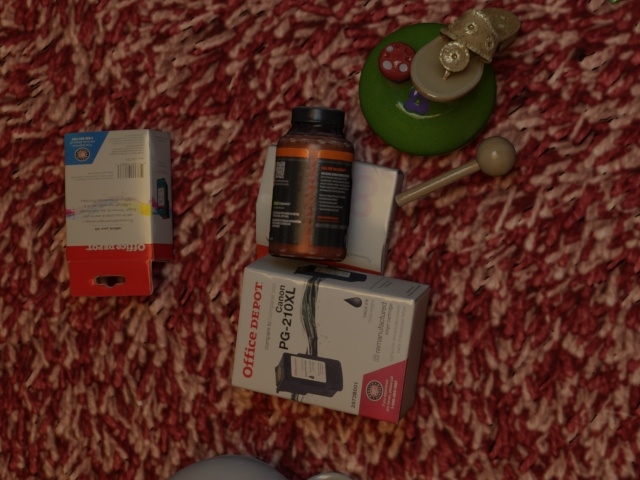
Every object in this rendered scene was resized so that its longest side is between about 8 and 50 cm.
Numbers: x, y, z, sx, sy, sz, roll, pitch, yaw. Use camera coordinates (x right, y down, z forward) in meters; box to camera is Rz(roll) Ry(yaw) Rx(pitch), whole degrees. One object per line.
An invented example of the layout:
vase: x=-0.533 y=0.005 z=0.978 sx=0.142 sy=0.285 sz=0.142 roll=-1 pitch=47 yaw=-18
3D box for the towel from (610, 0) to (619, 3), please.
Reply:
towel: x=0.408 y=-0.392 z=1.757 sx=0.113 sy=0.023 sz=0.152 roll=-15 pitch=88 yaw=18

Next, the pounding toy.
pounding toy: x=0.145 y=-0.184 z=1.758 sx=0.183 sy=0.110 sz=0.237 roll=-17 pitch=77 yaw=2

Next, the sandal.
sandal: x=0.188 y=-0.260 z=1.703 sx=0.088 sy=0.240 sz=0.079 roll=30 pitch=131 yaw=16

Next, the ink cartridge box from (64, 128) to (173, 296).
ink cartridge box: x=-0.284 y=-0.037 z=1.923 sx=0.134 sy=0.078 sz=0.231 roll=-1 pitch=89 yaw=17

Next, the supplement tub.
supplement tub: x=-0.010 y=-0.073 z=1.775 sx=0.106 sy=0.106 sz=0.198 roll=5 pitch=91 yaw=16

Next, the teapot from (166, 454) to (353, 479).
teapot: x=-0.113 y=0.376 z=1.823 sx=0.256 sy=0.187 sz=0.252 roll=32 pitch=119 yaw=-12

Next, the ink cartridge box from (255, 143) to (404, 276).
ink cartridge box: x=0.000 y=0.000 z=1.854 sx=0.189 sy=0.066 sz=0.232 roll=12 pitch=89 yaw=16

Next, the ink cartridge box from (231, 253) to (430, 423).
ink cartridge box: x=0.012 y=0.127 z=1.811 sx=0.237 sy=0.100 sz=0.172 roll=11 pitch=103 yaw=16
